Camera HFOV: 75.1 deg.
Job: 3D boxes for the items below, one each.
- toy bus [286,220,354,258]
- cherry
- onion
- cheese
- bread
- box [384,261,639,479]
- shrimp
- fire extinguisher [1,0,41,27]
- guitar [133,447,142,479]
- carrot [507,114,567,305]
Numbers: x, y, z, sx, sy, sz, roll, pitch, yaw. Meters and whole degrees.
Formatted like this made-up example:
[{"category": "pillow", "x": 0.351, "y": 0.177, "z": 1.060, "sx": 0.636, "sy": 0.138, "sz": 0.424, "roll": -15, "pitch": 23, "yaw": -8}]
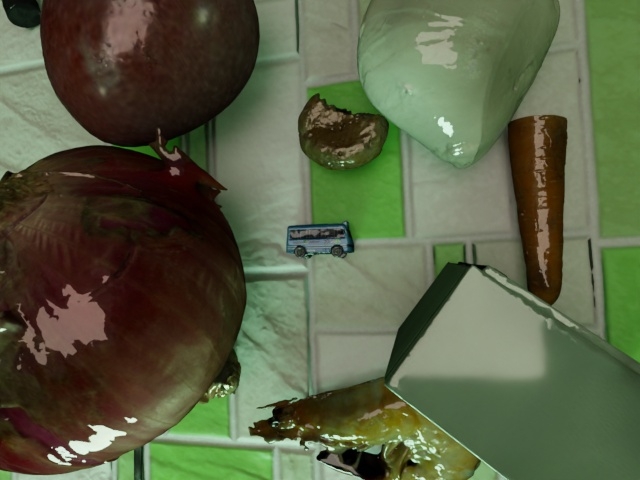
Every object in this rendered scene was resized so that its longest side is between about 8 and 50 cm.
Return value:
[{"category": "toy bus", "x": 0.000, "y": 0.000, "z": 0.528, "sx": 0.083, "sy": 0.038, "sz": 0.046, "roll": -2, "pitch": 85, "yaw": 13}, {"category": "cherry", "x": -0.193, "y": -0.248, "z": 0.491, "sx": 0.236, "sy": 0.213, "sz": 0.285, "roll": 21, "pitch": 70, "yaw": 42}, {"category": "onion", "x": -0.238, "y": 0.054, "z": 0.451, "sx": 0.353, "sy": 0.353, "sz": 0.354, "roll": 0, "pitch": 88, "yaw": 14}, {"category": "cheese", "x": 0.132, "y": -0.200, "z": 0.444, "sx": 0.189, "sy": 0.154, "sz": 0.198, "roll": 30, "pitch": 92, "yaw": 17}, {"category": "bread", "x": 0.024, "y": -0.127, "z": 0.515, "sx": 0.113, "sy": 0.060, "sz": 0.082, "roll": 27, "pitch": 94, "yaw": 15}, {"category": "box", "x": 0.191, "y": 0.122, "z": 0.381, "sx": 0.225, "sy": 0.225, "sz": 0.117, "roll": 35, "pitch": 96, "yaw": 12}, {"category": "shrimp", "x": 0.055, "y": 0.240, "z": 0.500, "sx": 0.287, "sy": 0.063, "sz": 0.152, "roll": -12, "pitch": 101, "yaw": 14}, {"category": "fire extinguisher", "x": -0.498, "y": -0.426, "z": 0.662, "sx": 0.062, "sy": 0.050, "sz": 0.177, "roll": -36, "pitch": 76, "yaw": 49}, {"category": "guitar", "x": -0.265, "y": 0.282, "z": 0.590, "sx": 0.088, "sy": 0.025, "sz": 0.233, "roll": 0, "pitch": 88, "yaw": 13}, {"category": "carrot", "x": 0.242, "y": -0.028, "z": 0.459, "sx": 0.061, "sy": 0.061, "sz": 0.210, "roll": -2, "pitch": 90, "yaw": 14}]
